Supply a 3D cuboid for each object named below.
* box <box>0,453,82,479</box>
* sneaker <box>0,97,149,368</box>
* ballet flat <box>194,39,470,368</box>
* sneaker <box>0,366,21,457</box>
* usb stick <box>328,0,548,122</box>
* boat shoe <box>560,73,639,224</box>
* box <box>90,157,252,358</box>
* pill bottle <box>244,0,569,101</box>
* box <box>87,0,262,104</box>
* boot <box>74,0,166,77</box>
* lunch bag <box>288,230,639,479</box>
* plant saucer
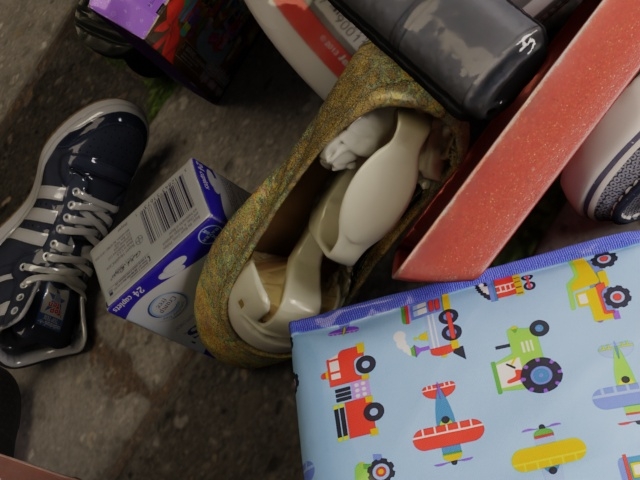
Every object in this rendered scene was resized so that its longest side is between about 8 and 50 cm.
[{"bbox_3d":[-0.338,0.348,0.900,0.143,0.191,0.381,-9,60,37],"label":"box"},{"bbox_3d":[-0.247,0.003,1.134,0.282,0.099,0.153,-49,41,19],"label":"sneaker"},{"bbox_3d":[0.000,0.000,0.853,0.348,0.123,0.123,-56,42,31],"label":"ballet flat"},{"bbox_3d":[-0.371,0.261,1.121,0.145,0.090,0.270,-20,56,37],"label":"sneaker"},{"bbox_3d":[0.037,-0.180,0.762,0.077,0.045,0.278,-49,60,11],"label":"usb stick"},{"bbox_3d":[0.310,-0.076,0.694,0.340,0.127,0.158,-42,65,31],"label":"boat shoe"},{"bbox_3d":[-0.098,0.019,0.974,0.126,0.137,0.072,-40,49,18],"label":"box"},{"bbox_3d":[0.125,-0.263,0.879,0.363,0.210,0.210,-39,48,18],"label":"pill bottle"},{"bbox_3d":[-0.088,-0.240,1.013,0.057,0.293,0.201,31,91,6],"label":"box"},{"bbox_3d":[-0.146,-0.279,1.118,0.094,0.207,0.246,25,96,1],"label":"boot"},{"bbox_3d":[0.143,0.124,0.737,0.293,0.138,0.221,-22,53,20],"label":"lunch bag"},{"bbox_3d":[0.145,-0.075,0.787,0.047,0.258,0.259,36,96,1],"label":"plant saucer"}]
